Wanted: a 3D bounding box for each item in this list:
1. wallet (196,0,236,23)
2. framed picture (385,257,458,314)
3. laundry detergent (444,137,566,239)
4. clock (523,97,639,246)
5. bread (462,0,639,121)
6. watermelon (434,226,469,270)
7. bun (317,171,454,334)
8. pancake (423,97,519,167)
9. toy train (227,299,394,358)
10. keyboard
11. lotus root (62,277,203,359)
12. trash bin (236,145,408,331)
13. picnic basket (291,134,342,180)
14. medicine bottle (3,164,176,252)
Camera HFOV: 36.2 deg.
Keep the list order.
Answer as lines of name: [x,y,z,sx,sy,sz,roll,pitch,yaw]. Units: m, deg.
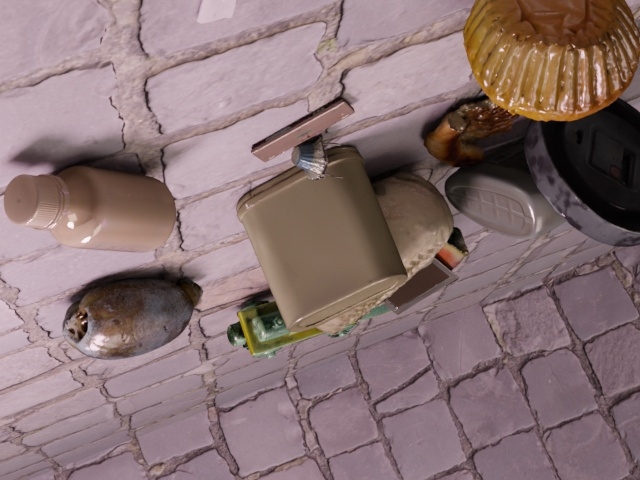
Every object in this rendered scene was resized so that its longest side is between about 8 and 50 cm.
wallet: [-0.111,-0.268,1.074,0.044,0.011,0.083,-17,162,-22]
framed picture: [0.151,0.051,2.169,0.252,0.014,0.197,39,129,-20]
laundry detergent: [0.465,-0.153,1.940,0.397,0.125,0.264,-30,-150,-28]
clock: [0.521,-0.137,1.789,0.325,0.325,0.067,-12,157,-34]
bread: [0.302,-0.266,1.265,0.239,0.240,0.139,-20,152,-9]
watermelon: [0.232,0.008,2.244,0.128,0.159,0.303,-55,-178,-31]
bun: [0.079,0.009,1.863,0.359,0.211,0.360,-37,171,-7]
pancake: [0.270,-0.188,1.771,0.257,0.056,0.212,-13,162,-33]
toy train: [-0.034,0.175,2.305,0.368,0.150,0.237,-16,173,-23]
keyboard: [-0.027,-0.169,1.499,0.165,0.017,0.055,-27,159,14]
lotus root: [-0.339,0.149,1.874,0.158,0.140,0.322,-36,162,37]
trash bin: [0.000,0.000,1.666,0.243,0.248,0.121,-26,162,15]
picnic basket: [-0.003,-0.130,1.576,0.083,0.065,0.083,4,149,-24]
medicine bottle: [-0.313,-0.044,1.331,0.114,0.114,0.252,-31,163,25]
